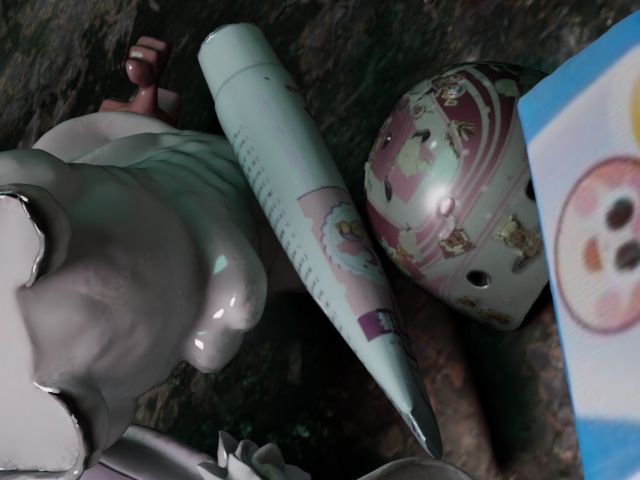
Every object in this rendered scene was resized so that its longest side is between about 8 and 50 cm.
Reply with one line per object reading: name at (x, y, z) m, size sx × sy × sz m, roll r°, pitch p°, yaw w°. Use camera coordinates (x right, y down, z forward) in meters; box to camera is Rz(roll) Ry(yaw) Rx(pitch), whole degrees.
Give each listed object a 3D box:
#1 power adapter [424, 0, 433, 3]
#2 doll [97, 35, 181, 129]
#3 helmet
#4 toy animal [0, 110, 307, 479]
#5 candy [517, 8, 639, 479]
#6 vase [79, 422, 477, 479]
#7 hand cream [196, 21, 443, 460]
power adapter at (0.066, -0.273, 0.942) m, size 0.187 × 0.255 × 0.124 m, roll -3°, pitch 28°, yaw 28°
doll at (-0.159, -0.034, 1.182) m, size 0.211 × 0.093 × 0.262 m, roll -49°, pitch -25°, yaw -65°
helmet at (0.082, -0.039, 0.911) m, size 0.153 × 0.107 × 0.177 m, roll -62°, pitch 38°, yaw 19°
toy animal at (-0.139, 0.015, 0.964) m, size 0.258 × 0.357 × 0.193 m, roll 8°, pitch 109°, yaw 21°
candy at (0.217, 0.034, 0.530) m, size 0.100 × 0.306 × 0.157 m, roll -33°, pitch 52°, yaw 42°
vase at (-0.084, 0.233, 0.921) m, size 0.445 × 0.250 × 0.249 m, roll -11°, pitch 67°, yaw 46°
hand cream at (0.000, 0.000, 0.920) m, size 0.058 × 0.085 × 0.331 m, roll -25°, pitch 60°, yaw 2°
